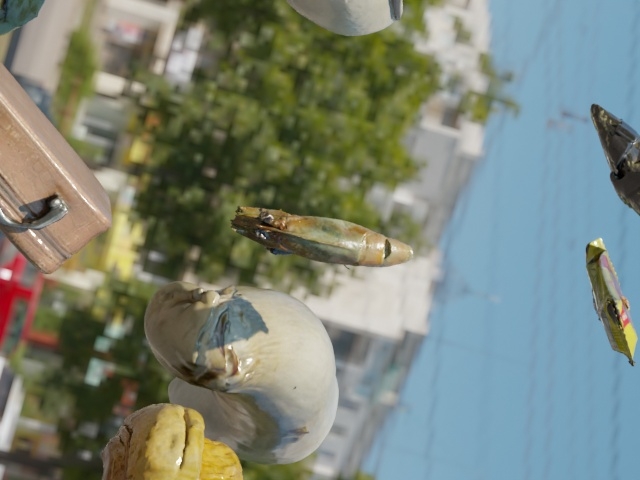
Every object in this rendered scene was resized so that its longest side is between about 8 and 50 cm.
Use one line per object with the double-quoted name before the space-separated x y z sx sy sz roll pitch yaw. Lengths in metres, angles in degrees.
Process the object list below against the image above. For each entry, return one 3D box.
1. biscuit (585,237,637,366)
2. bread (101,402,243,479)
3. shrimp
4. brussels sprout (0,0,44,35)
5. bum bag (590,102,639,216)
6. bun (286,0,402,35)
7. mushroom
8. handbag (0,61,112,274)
"biscuit" 0.211 0.041 1.349 0.048 0.026 0.292 64 9 -5
"bread" -0.147 0.265 1.643 0.198 0.120 0.236 149 -48 -69
"shrimp" 0.000 0.002 2.028 0.115 0.217 0.051 164 -66 -66
"brussels sprout" -0.364 -0.278 1.655 0.244 0.244 0.244 -164 -90 -81
"bum bag" 0.377 -0.073 2.152 0.069 0.102 0.248 -48 -132 21
"bun" 0.007 -0.258 1.580 0.173 0.119 0.173 -8 90 -89
"mushroom" -0.068 0.122 1.728 0.397 0.177 0.126 93 -1 -71
"handbag" -0.237 -0.067 1.369 0.072 0.193 0.151 -36 -158 1
